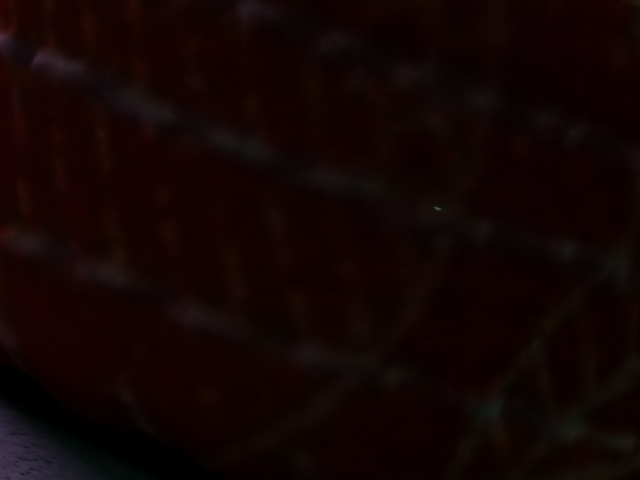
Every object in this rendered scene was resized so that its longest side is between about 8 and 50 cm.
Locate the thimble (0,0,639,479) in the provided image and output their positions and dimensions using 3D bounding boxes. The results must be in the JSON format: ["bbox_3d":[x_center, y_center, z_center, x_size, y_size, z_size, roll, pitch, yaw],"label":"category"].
[{"bbox_3d":[0.010,-0.031,0.621,0.350,0.231,0.350,20,8,-3],"label":"thimble"}]
